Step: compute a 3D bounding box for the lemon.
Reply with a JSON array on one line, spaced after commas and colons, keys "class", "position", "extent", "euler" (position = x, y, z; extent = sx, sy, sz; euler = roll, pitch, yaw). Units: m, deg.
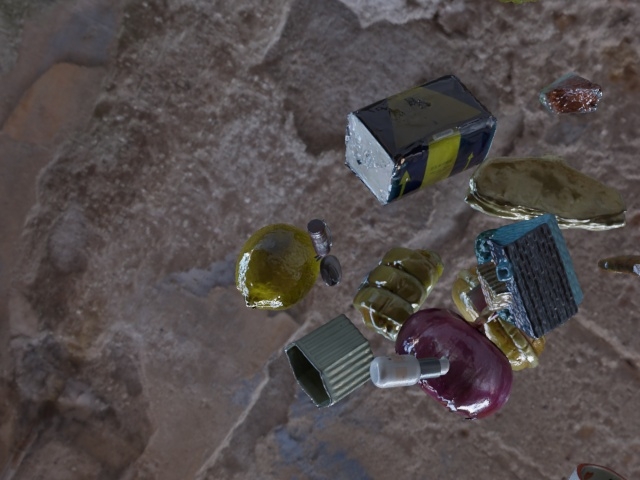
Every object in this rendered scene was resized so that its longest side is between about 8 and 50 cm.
[{"class": "lemon", "position": [-0.128, 0.085, 2.035], "extent": [0.253, 0.253, 0.310], "euler": [33, -121, 0]}]

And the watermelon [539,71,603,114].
[{"class": "watermelon", "position": [0.673, -0.380, 1.750], "extent": [0.121, 0.158, 0.098], "euler": [-49, -56, -38]}]

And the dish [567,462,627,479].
[{"class": "dish", "position": [0.735, 0.702, 1.711], "extent": [0.256, 0.117, 0.256], "euler": [26, -158, -11]}]

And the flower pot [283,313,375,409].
[{"class": "flower pot", "position": [0.031, 0.358, 1.986], "extent": [0.189, 0.239, 0.209], "euler": [-28, -158, -25]}]

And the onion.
[{"class": "onion", "position": [0.408, 0.337, 1.923], "extent": [0.358, 0.345, 0.358], "euler": [57, -165, -25]}]

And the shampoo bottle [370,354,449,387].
[{"class": "shampoo bottle", "position": [0.216, 0.308, 1.595], "extent": [0.192, 0.074, 0.074], "euler": [0, -148, -19]}]

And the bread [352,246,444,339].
[{"class": "bread", "position": [0.256, 0.155, 2.230], "extent": [0.210, 0.341, 0.300], "euler": [36, 178, 9]}]

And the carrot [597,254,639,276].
[{"class": "carrot", "position": [0.954, 0.078, 2.107], "extent": [0.066, 0.066, 0.314], "euler": [32, 179, -1]}]

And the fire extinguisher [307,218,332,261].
[{"class": "fire extinguisher", "position": [0.000, 0.000, 1.688], "extent": [0.043, 0.064, 0.158], "euler": [48, 169, 26]}]

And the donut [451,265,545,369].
[{"class": "donut", "position": [0.658, 0.286, 2.494], "extent": [0.449, 0.198, 0.449], "euler": [53, -179, -1]}]

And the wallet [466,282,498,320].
[{"class": "wallet", "position": [0.586, 0.149, 2.135], "extent": [0.025, 0.232, 0.119], "euler": [15, -141, -52]}]

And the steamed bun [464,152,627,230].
[{"class": "steamed bun", "position": [0.633, -0.149, 1.910], "extent": [0.428, 0.247, 0.189], "euler": [9, 166, 10]}]

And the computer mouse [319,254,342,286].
[{"class": "computer mouse", "position": [0.026, 0.084, 1.931], "extent": [0.039, 0.066, 0.096], "euler": [29, -139, -44]}]

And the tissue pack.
[{"class": "tissue pack", "position": [0.309, -0.322, 2.143], "extent": [0.416, 0.253, 0.264], "euler": [-24, -122, -19]}]

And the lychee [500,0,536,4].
[{"class": "lychee", "position": [0.365, -0.565, 1.220], "extent": [0.270, 0.270, 0.320], "euler": [29, -142, -10]}]

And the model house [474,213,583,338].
[{"class": "model house", "position": [0.459, 0.110, 1.559], "extent": [0.241, 0.226, 0.261], "euler": [-33, -77, -57]}]
